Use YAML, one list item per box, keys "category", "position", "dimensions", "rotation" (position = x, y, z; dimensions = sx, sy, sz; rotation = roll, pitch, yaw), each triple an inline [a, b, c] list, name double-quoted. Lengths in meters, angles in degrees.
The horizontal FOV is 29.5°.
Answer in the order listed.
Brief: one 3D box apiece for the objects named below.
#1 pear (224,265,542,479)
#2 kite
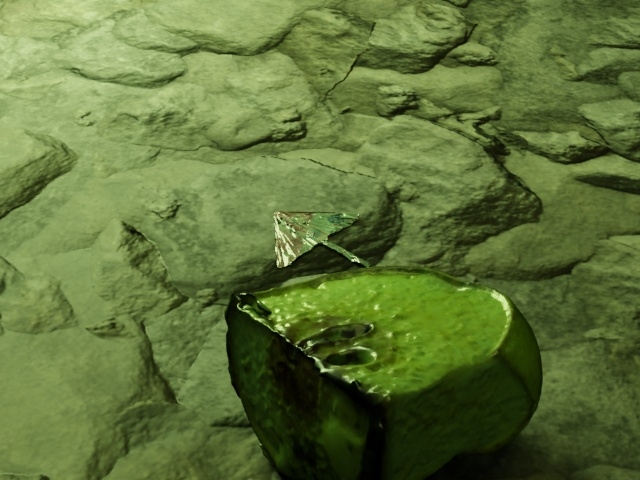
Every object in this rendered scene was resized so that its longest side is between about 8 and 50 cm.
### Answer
- category: "pear"
  position: [0.068, 0.123, 1.150]
  dimensions: [0.255, 0.164, 0.238]
  rotation: [-20, 34, -34]
- category: "kite"
  position: [0.000, 0.000, 1.412]
  dimensions: [0.157, 0.011, 0.139]
  rotation: [29, 48, 31]
